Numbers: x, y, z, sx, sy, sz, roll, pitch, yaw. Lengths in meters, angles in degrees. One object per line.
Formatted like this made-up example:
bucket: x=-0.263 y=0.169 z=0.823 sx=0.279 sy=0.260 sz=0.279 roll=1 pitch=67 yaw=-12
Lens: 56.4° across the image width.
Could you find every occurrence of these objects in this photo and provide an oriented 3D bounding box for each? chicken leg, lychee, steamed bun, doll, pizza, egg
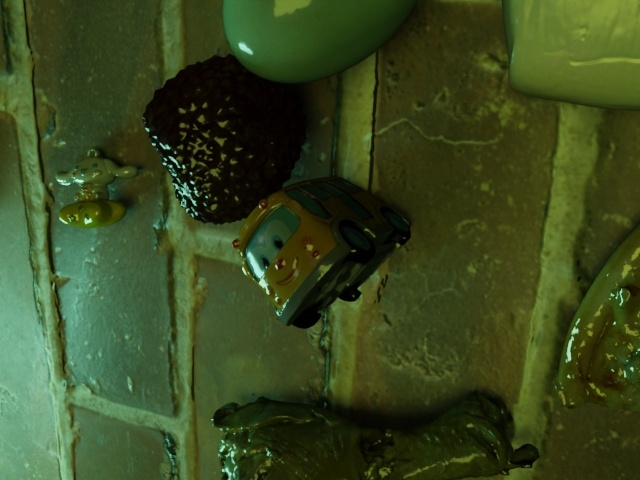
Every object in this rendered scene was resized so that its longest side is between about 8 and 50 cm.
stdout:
chicken leg: x=0.055 y=0.279 z=0.777 sx=0.430 sy=0.201 sz=0.152 roll=-15 pitch=129 yaw=18
lychee: x=-0.103 y=-0.122 z=0.694 sx=0.188 sy=0.188 sz=0.188 roll=6 pitch=108 yaw=18
steamed bun: x=0.265 y=-0.247 z=0.528 sx=0.200 sy=0.155 sz=0.250 roll=11 pitch=116 yaw=20
doll: x=-0.312 y=-0.075 z=0.847 sx=0.135 sy=0.071 sz=0.113 roll=-27 pitch=78 yaw=19
pizza: x=0.397 y=0.091 z=0.626 sx=0.223 sy=0.089 sz=0.323 roll=31 pitch=115 yaw=12
egg: x=0.004 y=-0.258 z=0.603 sx=0.231 sy=0.168 sz=0.168 roll=-40 pitch=90 yaw=3

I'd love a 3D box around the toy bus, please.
toy bus: x=0.000 y=0.000 z=0.676 sx=0.136 sy=0.209 sz=0.126 roll=45 pitch=118 yaw=13
